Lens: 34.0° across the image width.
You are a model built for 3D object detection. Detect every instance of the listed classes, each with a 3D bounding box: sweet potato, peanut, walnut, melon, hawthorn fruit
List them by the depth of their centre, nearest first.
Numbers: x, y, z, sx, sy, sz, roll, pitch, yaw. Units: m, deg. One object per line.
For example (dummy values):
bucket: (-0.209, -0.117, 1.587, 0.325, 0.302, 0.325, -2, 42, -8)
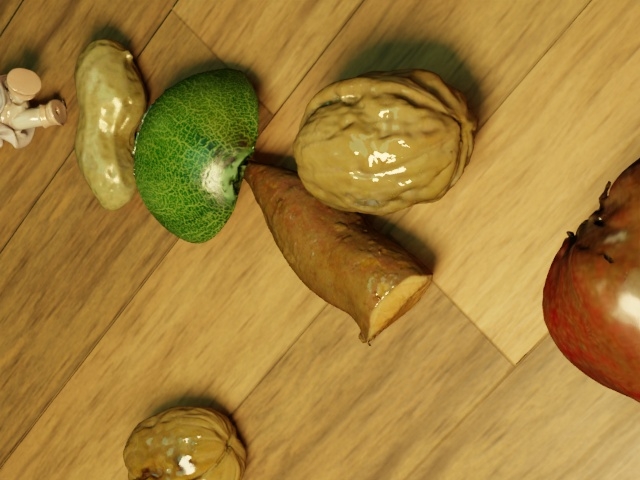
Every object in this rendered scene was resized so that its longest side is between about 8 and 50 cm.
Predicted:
hawthorn fruit: (0.407, 0.055, 1.112, 0.325, 0.308, 0.308, 37, 107, 33)
walnut: (0.078, -0.125, 1.335, 0.245, 0.198, 0.198, 0, 91, 31)
sweet potato: (0.002, -0.002, 1.423, 0.336, 0.131, 0.131, 41, 109, 31)
melon: (-0.181, -0.120, 1.472, 0.169, 0.129, 0.265, 34, 107, 62)
walnut: (-0.201, 0.319, 1.518, 0.184, 0.155, 0.155, -19, 82, 22)
peanut: (-0.323, -0.177, 1.598, 0.117, 0.101, 0.263, 6, 94, 47)

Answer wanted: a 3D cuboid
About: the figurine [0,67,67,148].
figurine: (-0.549, -0.200, 1.704, 0.276, 0.133, 0.200, -12, 73, 23)
